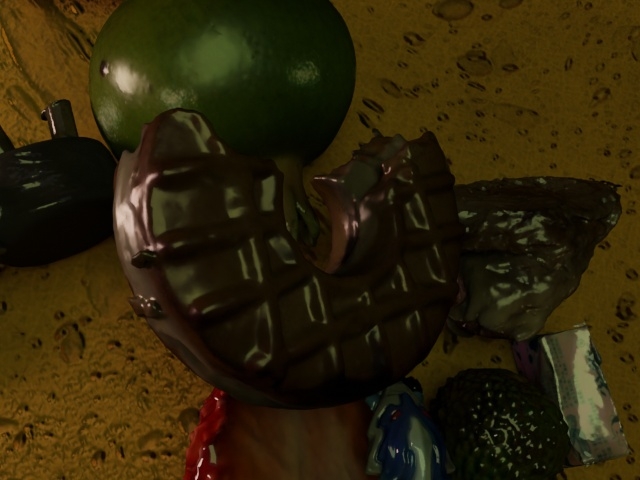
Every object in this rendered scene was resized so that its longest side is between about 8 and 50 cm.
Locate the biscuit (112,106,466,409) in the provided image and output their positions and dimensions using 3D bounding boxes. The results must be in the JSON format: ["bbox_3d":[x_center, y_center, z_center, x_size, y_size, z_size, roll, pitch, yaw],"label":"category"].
[{"bbox_3d":[-0.003,0.018,0.590,0.366,0.115,0.268,-9,85,-38],"label":"biscuit"}]

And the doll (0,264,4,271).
[{"bbox_3d":[-0.369,-0.002,0.719,0.058,0.040,0.085,-30,86,-29],"label":"doll"}]

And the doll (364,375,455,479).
[{"bbox_3d":[0.083,0.194,0.644,0.096,0.070,0.195,6,46,-19],"label":"doll"}]

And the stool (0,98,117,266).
[{"bbox_3d":[-0.301,-0.059,0.662,0.153,0.228,0.139,-31,80,12],"label":"stool"}]

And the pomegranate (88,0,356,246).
[{"bbox_3d":[-0.089,-0.155,0.716,0.309,0.216,0.359,-18,80,-17],"label":"pomegranate"}]

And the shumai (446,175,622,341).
[{"bbox_3d":[0.230,0.026,0.774,0.218,0.184,0.185,-13,113,-25],"label":"shumai"}]

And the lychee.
[{"bbox_3d":[0.187,0.224,0.698,0.171,0.171,0.171,2,75,-9],"label":"lychee"}]

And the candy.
[{"bbox_3d":[0.292,0.185,0.757,0.073,0.092,0.160,-12,77,-12],"label":"candy"}]

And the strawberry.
[{"bbox_3d":[-0.041,0.229,0.655,0.265,0.149,0.336,21,48,-36],"label":"strawberry"}]
